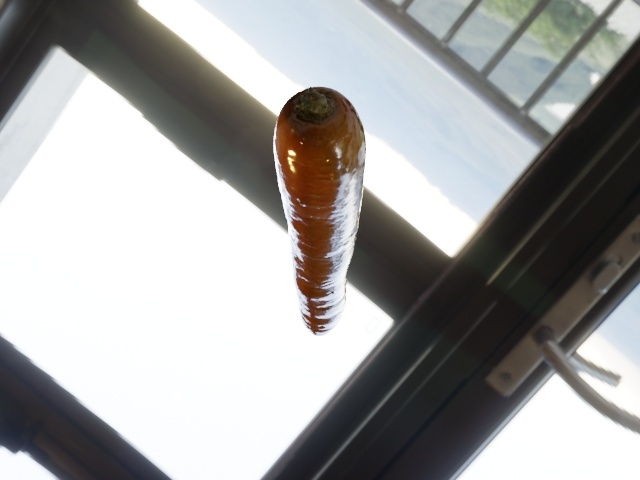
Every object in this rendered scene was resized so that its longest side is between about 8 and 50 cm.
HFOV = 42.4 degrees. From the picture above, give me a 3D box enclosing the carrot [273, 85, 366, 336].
[{"bbox_3d":[0.000,0.000,0.456,0.043,0.043,0.248,44,160,20],"label":"carrot"}]
